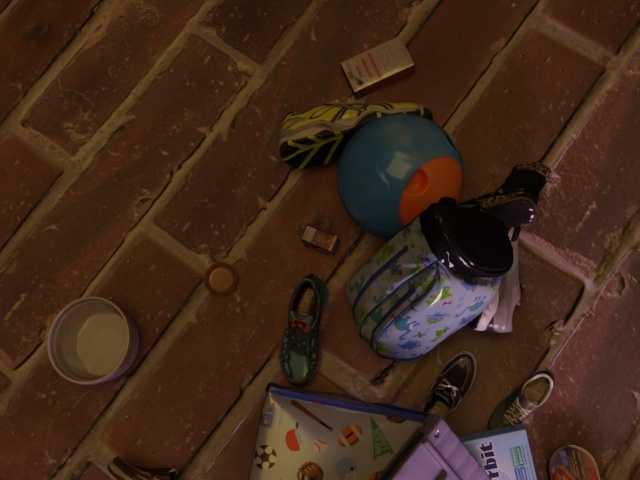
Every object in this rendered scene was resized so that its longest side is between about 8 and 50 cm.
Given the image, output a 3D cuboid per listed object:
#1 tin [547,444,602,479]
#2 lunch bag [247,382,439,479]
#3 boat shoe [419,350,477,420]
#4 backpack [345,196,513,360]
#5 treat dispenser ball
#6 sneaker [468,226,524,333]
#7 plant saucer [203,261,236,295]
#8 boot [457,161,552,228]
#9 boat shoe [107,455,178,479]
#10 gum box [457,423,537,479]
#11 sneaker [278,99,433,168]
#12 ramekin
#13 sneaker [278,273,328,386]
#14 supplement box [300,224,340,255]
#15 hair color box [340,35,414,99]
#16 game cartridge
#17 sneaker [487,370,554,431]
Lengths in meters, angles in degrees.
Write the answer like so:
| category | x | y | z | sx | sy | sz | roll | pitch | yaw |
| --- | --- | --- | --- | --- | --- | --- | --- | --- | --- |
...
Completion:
| category | x | y | z | sx | sy | sz | roll | pitch | yaw |
| --- | --- | --- | --- | --- | --- | --- | --- | --- | --- |
| tin | 0.545 | 0.531 | 1.585 | 0.106 | 0.040 | 0.190 | -8 | 64 | 4 |
| lunch bag | 0.044 | 0.491 | 1.569 | 0.385 | 0.239 | 0.328 | 10 | 82 | -2 |
| boat shoe | 0.284 | 0.344 | 1.671 | 0.077 | 0.070 | 0.219 | 30 | 82 | 14 |
| backpack | 0.216 | 0.099 | 1.613 | 0.355 | 0.290 | 0.273 | -27 | 65 | 36 |
| treat dispenser ball | 0.180 | -0.143 | 1.697 | 0.288 | 0.288 | 0.288 | -2 | 75 | 8 |
| sneaker | 0.417 | 0.086 | 1.715 | 0.108 | 0.100 | 0.272 | 20 | 76 | -11 |
| plant saucer | -0.245 | 0.096 | 1.842 | 0.083 | 0.015 | 0.083 | -2 | 76 | 9 |
| boot | 0.418 | -0.098 | 1.755 | 0.236 | 0.085 | 0.178 | -10 | 30 | 43 |
| boat shoe | -0.362 | 0.558 | 1.712 | 0.257 | 0.095 | 0.095 | 31 | 68 | 9 |
| gum box | 0.365 | 0.493 | 1.613 | 0.184 | 0.041 | 0.157 | -13 | 93 | 6 |
| sneaker | 0.082 | -0.293 | 1.832 | 0.384 | 0.145 | 0.147 | -9 | 54 | -3 |
| ramekin | -0.536 | 0.245 | 1.800 | 0.207 | 0.109 | 0.207 | -2 | 75 | 9 |
| sneaker | -0.050 | 0.203 | 1.728 | 0.104 | 0.125 | 0.262 | 4 | 76 | 10 |
| supplement box | 0.000 | 0.000 | 1.810 | 0.083 | 0.055 | 0.043 | 21 | 80 | 14 |
| hair color box | 0.145 | -0.438 | 1.902 | 0.167 | 0.053 | 0.093 | -24 | 75 | 1 |
| game cartridge | 0.186 | 0.552 | 1.478 | 0.355 | 0.068 | 0.230 | -46 | 105 | -21 |
| sneaker | 0.439 | 0.355 | 1.636 | 0.192 | 0.086 | 0.064 | -45 | 74 | -4 |
